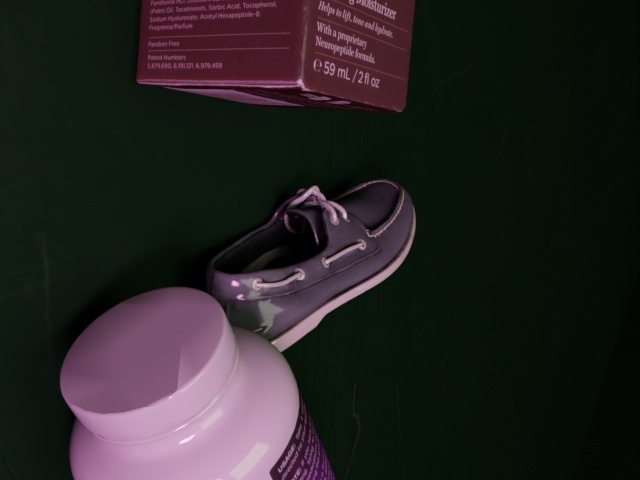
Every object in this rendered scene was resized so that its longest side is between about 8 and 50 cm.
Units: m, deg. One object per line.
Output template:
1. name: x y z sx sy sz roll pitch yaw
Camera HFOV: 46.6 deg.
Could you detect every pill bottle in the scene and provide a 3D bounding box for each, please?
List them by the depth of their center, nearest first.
1. pill bottle: -0.084 0.197 0.617 0.181 0.181 0.323 -51 137 -37

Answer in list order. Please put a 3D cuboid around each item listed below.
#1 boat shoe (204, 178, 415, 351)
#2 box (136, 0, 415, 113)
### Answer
1. boat shoe: 0.000 0.000 0.760 0.319 0.116 0.099 -38 132 -40
2. box: -0.029 -0.216 0.609 0.168 0.167 0.203 -5 102 -57
